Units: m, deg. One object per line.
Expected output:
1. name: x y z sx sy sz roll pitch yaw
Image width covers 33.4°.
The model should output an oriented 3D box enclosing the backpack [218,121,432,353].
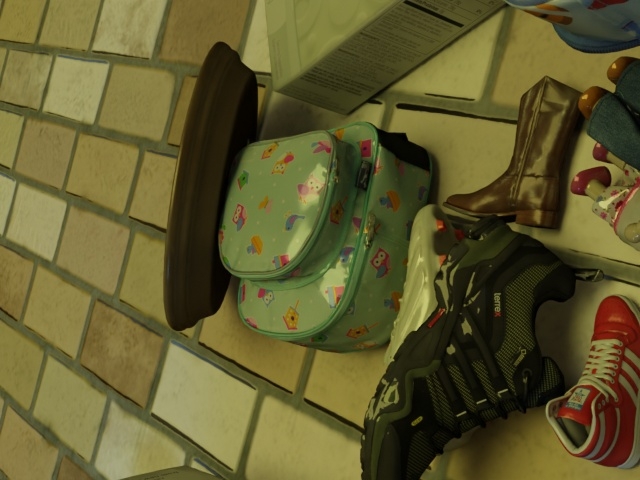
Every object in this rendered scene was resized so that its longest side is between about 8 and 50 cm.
1. backpack: 0.000 0.000 0.914 0.165 0.144 0.189 -5 79 45

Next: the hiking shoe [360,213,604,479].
1. hiking shoe: 0.110 0.100 0.751 0.114 0.086 0.227 26 92 17

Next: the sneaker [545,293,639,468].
1. sneaker: 0.185 0.090 0.712 0.042 0.067 0.119 -16 66 50

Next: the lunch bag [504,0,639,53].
1. lunch bag: 0.218 -0.253 0.556 0.303 0.115 0.243 -21 63 38

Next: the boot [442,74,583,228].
1. boot: 0.150 -0.070 0.829 0.106 0.037 0.114 10 91 39

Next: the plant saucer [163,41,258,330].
1. plant saucer: -0.099 -0.049 1.020 0.278 0.041 0.278 9 -90 -88

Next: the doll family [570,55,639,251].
1. doll family: 0.243 -0.081 0.648 0.263 0.118 0.163 -61 41 19

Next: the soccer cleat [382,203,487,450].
1. soccer cleat: 0.082 0.068 0.845 0.076 0.068 0.196 -13 72 31

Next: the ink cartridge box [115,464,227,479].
1. ink cartridge box: -0.060 0.356 0.822 0.384 0.160 0.279 2 96 52

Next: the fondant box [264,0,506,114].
1. fondant box: 0.081 -0.294 0.936 0.330 0.096 0.238 -30 57 42
